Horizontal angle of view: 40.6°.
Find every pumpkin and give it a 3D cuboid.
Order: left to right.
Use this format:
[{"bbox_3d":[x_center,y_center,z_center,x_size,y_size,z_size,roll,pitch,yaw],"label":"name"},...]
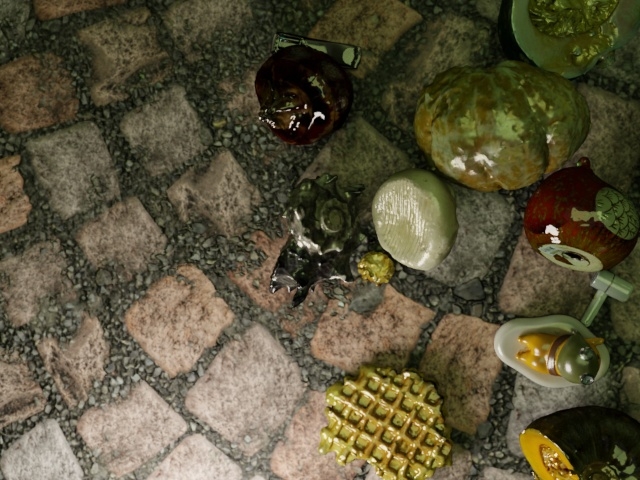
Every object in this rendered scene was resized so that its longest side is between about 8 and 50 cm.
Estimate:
[{"bbox_3d":[0.516,-0.471,1.842,0.293,0.197,0.263,-31,94,-2],"label":"pumpkin"},{"bbox_3d":[0.594,0.483,1.820,0.232,0.242,0.324,-28,80,-23],"label":"pumpkin"}]

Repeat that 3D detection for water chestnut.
[{"bbox_3d":[-0.042,-0.311,1.896,0.224,0.238,0.223,20,131,25],"label":"water chestnut"}]

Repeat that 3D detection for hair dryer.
[{"bbox_3d":[0.613,0.136,1.889,0.082,0.047,0.137,30,98,6],"label":"hair dryer"}]

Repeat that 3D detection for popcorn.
[{"bbox_3d":[0.126,0.064,1.945,0.082,0.057,0.083,-9,84,0],"label":"popcorn"}]

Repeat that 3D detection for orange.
[{"bbox_3d":[0.355,-0.224,1.788,0.369,0.210,0.270,-3,120,32],"label":"orange"}]

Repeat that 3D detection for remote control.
[{"bbox_3d":[-0.011,-0.436,1.988,0.212,0.028,0.059,11,89,8],"label":"remote control"}]

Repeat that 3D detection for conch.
[{"bbox_3d":[-0.011,-0.007,1.874,0.186,0.241,0.313,32,89,33],"label":"conch"}]

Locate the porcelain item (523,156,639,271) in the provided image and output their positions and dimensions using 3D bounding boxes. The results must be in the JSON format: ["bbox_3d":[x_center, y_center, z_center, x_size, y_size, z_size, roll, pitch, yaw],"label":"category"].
[{"bbox_3d":[0.550,-0.064,1.813,0.253,0.253,0.252,0,89,7],"label":"porcelain item"}]

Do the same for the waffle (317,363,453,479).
[{"bbox_3d":[0.150,0.419,1.933,0.301,0.058,0.281,5,88,9],"label":"waffle"}]

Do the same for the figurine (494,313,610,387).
[{"bbox_3d":[0.497,0.251,1.840,0.250,0.141,0.166,5,100,10],"label":"figurine"}]

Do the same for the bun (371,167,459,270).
[{"bbox_3d":[0.218,-0.054,1.887,0.231,0.133,0.230,22,121,44],"label":"bun"}]
